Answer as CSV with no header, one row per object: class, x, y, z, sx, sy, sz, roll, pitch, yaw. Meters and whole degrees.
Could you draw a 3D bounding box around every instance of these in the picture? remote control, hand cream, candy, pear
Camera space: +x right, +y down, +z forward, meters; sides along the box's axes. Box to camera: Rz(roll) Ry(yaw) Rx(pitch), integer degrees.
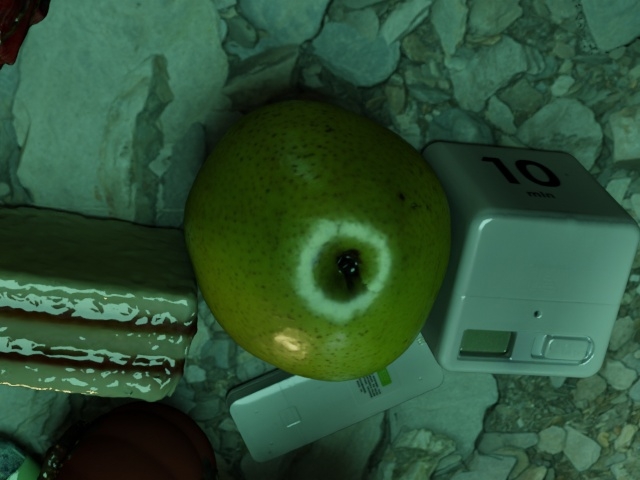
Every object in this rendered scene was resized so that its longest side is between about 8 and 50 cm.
remote control,0.018,0.174,1.695,0.250,0.034,0.103,-24,119,-1
hand cream,-0.339,0.294,1.663,0.095,0.046,0.175,-36,126,4
candy,-0.288,0.058,1.476,0.321,0.179,0.135,7,114,-18
pear,0.000,0.000,1.447,0.294,0.294,0.294,-6,118,-11

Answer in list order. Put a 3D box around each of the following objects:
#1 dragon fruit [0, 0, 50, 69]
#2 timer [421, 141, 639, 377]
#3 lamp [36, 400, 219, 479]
dragon fruit,-0.366,-0.215,1.287,0.234,0.234,0.293,30,88,-25
timer,0.208,0.020,1.572,0.192,0.195,0.194,4,116,-16
lamp,-0.217,0.283,1.592,0.227,0.227,0.226,-6,118,-11
